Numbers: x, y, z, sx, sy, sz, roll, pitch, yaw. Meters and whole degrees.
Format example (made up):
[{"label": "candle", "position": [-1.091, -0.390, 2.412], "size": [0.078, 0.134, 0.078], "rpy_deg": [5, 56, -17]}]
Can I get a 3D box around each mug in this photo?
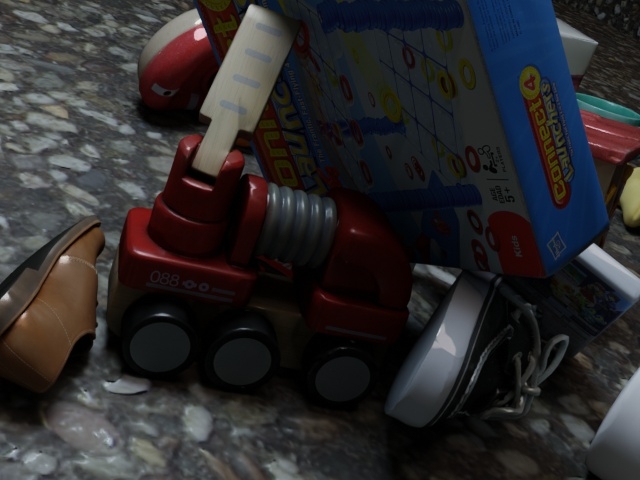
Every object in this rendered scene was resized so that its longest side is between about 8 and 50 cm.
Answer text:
[{"label": "mug", "position": [0.473, -0.180, 1.587], "size": [0.130, 0.097, 0.157], "rpy_deg": [9, 22, -20]}]

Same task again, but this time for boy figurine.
[{"label": "boy figurine", "position": [0.512, -0.082, 1.437], "size": [0.177, 0.092, 0.285], "rpy_deg": [36, 25, 24]}]

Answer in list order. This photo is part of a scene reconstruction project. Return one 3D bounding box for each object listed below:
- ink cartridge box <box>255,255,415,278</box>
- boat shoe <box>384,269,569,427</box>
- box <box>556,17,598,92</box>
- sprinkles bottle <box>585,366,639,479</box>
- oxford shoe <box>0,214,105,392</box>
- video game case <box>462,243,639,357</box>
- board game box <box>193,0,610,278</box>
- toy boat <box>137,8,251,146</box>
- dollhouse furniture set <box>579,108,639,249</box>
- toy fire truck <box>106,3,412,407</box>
[{"label": "ink cartridge box", "position": [0.000, 0.000, 0.921], "size": [0.145, 0.045, 0.179], "rpy_deg": [31, 24, 23]}, {"label": "boat shoe", "position": [0.134, 0.093, 0.758], "size": [0.105, 0.113, 0.306], "rpy_deg": [32, 11, 10]}, {"label": "box", "position": [0.264, -0.211, 1.332], "size": [0.127, 0.232, 0.148], "rpy_deg": [8, 28, -25]}, {"label": "sprinkles bottle", "position": [0.374, 0.218, 0.673], "size": [0.355, 0.121, 0.121], "rpy_deg": [33, 27, 25]}, {"label": "oxford shoe", "position": [-0.190, 0.044, 0.674], "size": [0.076, 0.076, 0.212], "rpy_deg": [47, 17, -15]}, {"label": "video game case", "position": [0.182, 0.013, 0.857], "size": [0.201, 0.183, 0.023], "rpy_deg": [41, 72, 13]}, {"label": "board game box", "position": [0.045, -0.133, 0.741], "size": [0.086, 0.308, 0.302], "rpy_deg": [-34, 23, -32]}, {"label": "toy boat", "position": [-0.105, -0.182, 1.136], "size": [0.231, 0.151, 0.151], "rpy_deg": [0, 61, -38]}, {"label": "dollhouse furniture set", "position": [0.145, -0.076, 1.023], "size": [0.374, 0.201, 0.152], "rpy_deg": [24, 24, 21]}, {"label": "toy fire truck", "position": [-0.030, -0.028, 0.707], "size": [0.217, 0.246, 0.158], "rpy_deg": [13, 26, -17]}]
